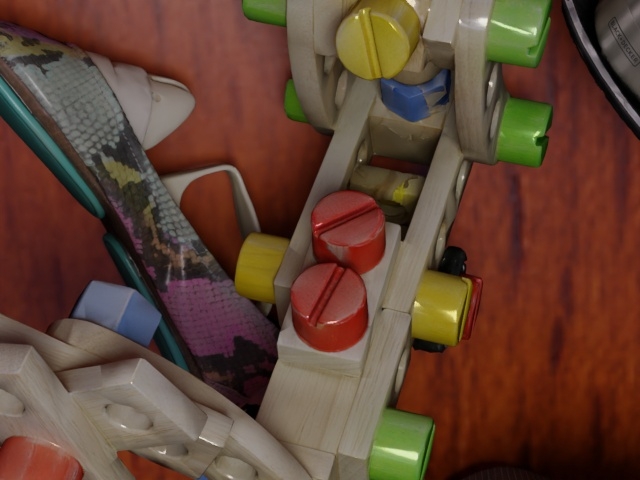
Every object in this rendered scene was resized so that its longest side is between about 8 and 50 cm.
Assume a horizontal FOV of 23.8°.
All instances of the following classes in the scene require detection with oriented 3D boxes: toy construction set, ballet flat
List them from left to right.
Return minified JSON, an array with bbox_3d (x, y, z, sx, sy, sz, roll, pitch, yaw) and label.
[{"bbox_3d":[-0.077,-0.022,0.685,0.079,0.077,0.221,-36,112,-12],"label":"ballet flat"},{"bbox_3d":[0.000,0.000,0.590,0.151,0.327,0.215,25,148,20],"label":"toy construction set"}]

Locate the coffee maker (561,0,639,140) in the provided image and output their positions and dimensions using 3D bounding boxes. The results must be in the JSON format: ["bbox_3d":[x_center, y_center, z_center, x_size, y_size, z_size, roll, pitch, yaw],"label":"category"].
[{"bbox_3d":[0.211,-0.118,0.605,0.120,0.171,0.178,51,125,10],"label":"coffee maker"}]

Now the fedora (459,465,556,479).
[{"bbox_3d":[0.120,0.200,0.731,0.244,0.124,0.275,-39,114,11],"label":"fedora"}]
